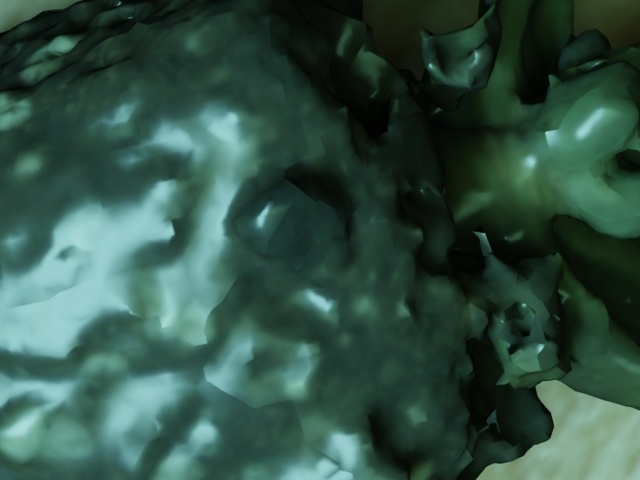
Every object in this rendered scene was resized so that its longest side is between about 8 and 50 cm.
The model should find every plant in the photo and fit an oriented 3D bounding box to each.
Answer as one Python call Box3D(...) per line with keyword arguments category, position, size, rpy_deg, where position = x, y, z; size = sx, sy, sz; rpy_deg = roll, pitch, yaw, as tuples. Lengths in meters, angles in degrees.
Box3D(category="plant", position=(0.000, 0.000, 0.674), size=(0.312, 0.213, 0.215), rpy_deg=(-12, 107, 11))
